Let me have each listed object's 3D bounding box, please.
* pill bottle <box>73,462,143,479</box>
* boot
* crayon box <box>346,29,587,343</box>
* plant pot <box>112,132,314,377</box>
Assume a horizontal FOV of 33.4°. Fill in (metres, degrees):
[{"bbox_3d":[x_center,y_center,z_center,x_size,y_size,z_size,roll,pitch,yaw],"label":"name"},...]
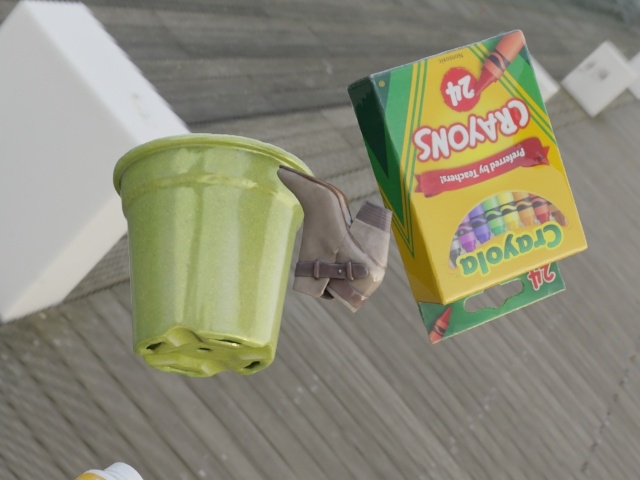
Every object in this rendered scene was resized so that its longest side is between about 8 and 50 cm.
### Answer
[{"bbox_3d":[-0.363,0.428,1.616,0.117,0.117,0.215,49,42,6],"label":"pill bottle"},{"bbox_3d":[0.000,0.000,0.829,0.118,0.087,0.042,25,3,28],"label":"boot"},{"bbox_3d":[0.178,-0.060,1.228,0.081,0.202,0.318,-4,-74,70],"label":"crayon box"},{"bbox_3d":[-0.145,0.036,1.405,0.276,0.276,0.254,24,57,-42],"label":"plant pot"}]
